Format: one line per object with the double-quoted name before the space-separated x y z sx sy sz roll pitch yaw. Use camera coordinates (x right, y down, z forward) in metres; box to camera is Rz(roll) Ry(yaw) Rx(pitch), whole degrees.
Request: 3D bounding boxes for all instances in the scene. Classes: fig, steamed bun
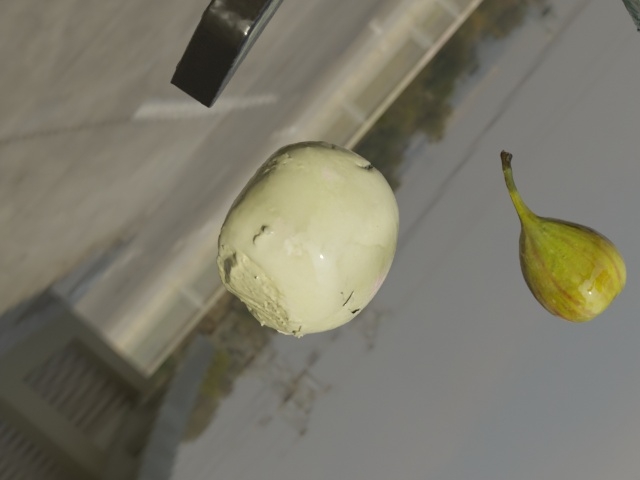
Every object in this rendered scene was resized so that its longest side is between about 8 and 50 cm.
"fig" 0.208 0.003 1.443 0.093 0.166 0.093 -38 161 -15
"steamed bun" 0.000 0.000 0.957 0.112 0.091 0.130 -51 160 -26

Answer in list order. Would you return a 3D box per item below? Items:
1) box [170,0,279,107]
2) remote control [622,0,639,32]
"box" -0.031 -0.309 1.617 0.350 0.058 0.211 -57 -177 -21
"remote control" 0.229 -0.104 0.890 0.052 0.104 0.247 -44 140 4
